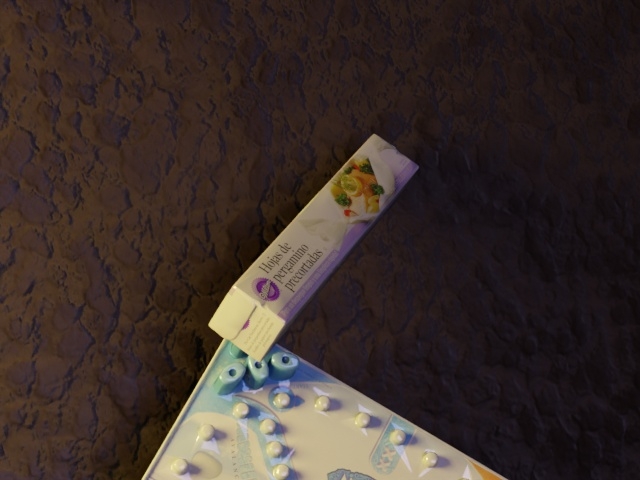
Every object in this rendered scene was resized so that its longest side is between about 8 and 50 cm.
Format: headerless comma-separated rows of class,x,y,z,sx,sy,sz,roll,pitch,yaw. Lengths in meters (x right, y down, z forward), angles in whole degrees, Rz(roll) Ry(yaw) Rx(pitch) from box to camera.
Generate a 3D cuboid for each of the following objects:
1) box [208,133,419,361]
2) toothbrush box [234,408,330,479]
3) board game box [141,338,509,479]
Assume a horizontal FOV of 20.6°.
box,0.000,0.000,1.745,0.063,0.067,0.324,36,41,5
toothbrush box,-0.063,0.336,1.726,0.295,0.126,0.216,-36,98,-25
board game box,0.001,0.323,1.624,0.390,0.050,0.390,31,64,-2
